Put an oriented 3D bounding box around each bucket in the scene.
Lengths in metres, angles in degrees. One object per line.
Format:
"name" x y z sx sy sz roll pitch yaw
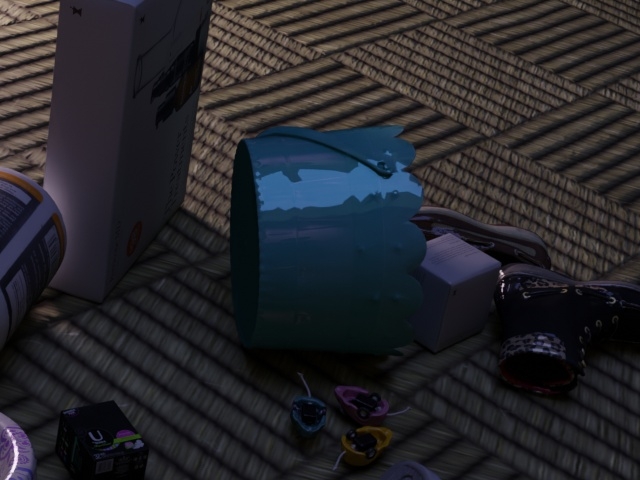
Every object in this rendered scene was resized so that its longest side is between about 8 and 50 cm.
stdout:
"bucket" 0.000 0.000 1.710 0.183 0.281 0.281 -1 32 -11

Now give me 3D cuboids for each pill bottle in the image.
"pill bottle" -0.384 0.045 1.584 0.162 0.162 0.278 15 29 5

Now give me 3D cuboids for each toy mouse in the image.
"toy mouse" 0.019 0.191 1.614 0.161 0.031 0.143 -18 42 -42

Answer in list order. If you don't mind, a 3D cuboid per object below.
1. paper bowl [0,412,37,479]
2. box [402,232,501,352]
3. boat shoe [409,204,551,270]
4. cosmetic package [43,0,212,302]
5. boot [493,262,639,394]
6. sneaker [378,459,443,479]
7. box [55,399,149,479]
"paper bowl" -0.380 0.240 1.239 0.284 0.148 0.284 6 20 -2
"box" 0.148 0.062 1.814 0.087 0.102 0.101 31 34 34
"boat shoe" 0.177 0.020 1.909 0.257 0.095 0.095 5 36 -13
"cosmetic package" -0.226 -0.158 1.776 0.097 0.377 0.284 17 31 11
"boot" 0.318 0.122 1.803 0.236 0.085 0.179 14 35 -1
"sneaker" 0.143 0.305 1.436 0.151 0.094 0.256 38 -4 -26
"box" -0.216 0.206 1.482 0.062 0.052 0.083 -7 34 -33
